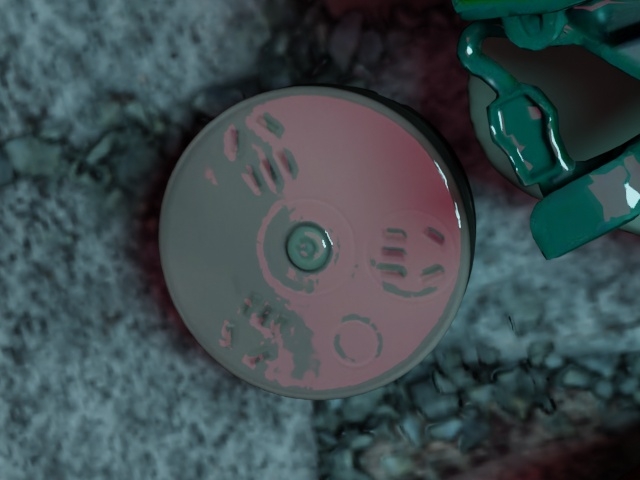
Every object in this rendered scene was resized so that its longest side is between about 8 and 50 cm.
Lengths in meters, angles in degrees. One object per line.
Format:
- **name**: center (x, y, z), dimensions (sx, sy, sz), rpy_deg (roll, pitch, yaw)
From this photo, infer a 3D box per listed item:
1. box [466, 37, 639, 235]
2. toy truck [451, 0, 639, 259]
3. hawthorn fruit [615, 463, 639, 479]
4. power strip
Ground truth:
- **box**: center (0.289, -0.154, 0.413), dimensions (0.396, 0.111, 0.396), rpy_deg (22, 102, 23)
- **toy truck**: center (0.198, -0.129, 0.314), dimensions (0.363, 0.176, 0.178), rpy_deg (-19, 94, 28)
- **hawthorn fruit**: center (0.233, 0.216, 0.453), dimensions (0.265, 0.265, 0.307), rpy_deg (-15, 111, 12)
- **power strip**: center (0.000, 0.000, 0.544), dimensions (0.154, 0.078, 0.154), rpy_deg (1, 99, 9)
